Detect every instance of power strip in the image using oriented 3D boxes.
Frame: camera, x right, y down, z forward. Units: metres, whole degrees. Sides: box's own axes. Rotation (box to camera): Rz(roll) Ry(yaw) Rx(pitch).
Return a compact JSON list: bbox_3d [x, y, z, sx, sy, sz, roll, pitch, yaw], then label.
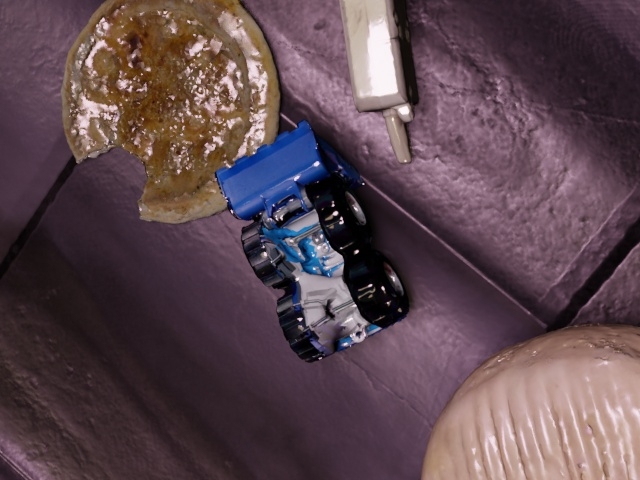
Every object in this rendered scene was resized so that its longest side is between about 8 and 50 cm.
[{"bbox_3d":[0.051,-0.212,1.032,0.053,0.093,0.287,-7,94,13],"label":"power strip"}]

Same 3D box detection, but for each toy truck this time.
[{"bbox_3d":[0.000,0.000,1.057,0.113,0.126,0.208,-28,85,18],"label":"toy truck"}]

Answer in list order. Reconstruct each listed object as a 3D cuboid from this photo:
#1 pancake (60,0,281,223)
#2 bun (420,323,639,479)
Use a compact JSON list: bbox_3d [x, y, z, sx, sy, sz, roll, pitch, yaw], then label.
[{"bbox_3d":[-0.153,-0.145,1.126,0.254,0.037,0.253,2,98,16],"label":"pancake"},{"bbox_3d":[0.253,0.229,0.966,0.362,0.234,0.326,-41,79,32],"label":"bun"}]
